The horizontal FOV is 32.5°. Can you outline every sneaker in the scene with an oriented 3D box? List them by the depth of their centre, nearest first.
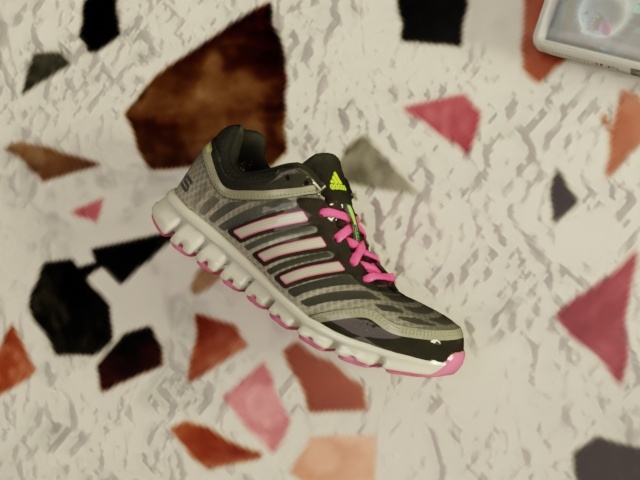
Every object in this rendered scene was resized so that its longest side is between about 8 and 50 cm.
[{"bbox_3d":[0.000,0.000,0.509,0.170,0.063,0.075,32,100,23],"label":"sneaker"}]

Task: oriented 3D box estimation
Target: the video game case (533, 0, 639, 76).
[{"bbox_3d":[0.205,-0.155,0.482,0.173,0.022,0.191,18,90,19],"label":"video game case"}]
